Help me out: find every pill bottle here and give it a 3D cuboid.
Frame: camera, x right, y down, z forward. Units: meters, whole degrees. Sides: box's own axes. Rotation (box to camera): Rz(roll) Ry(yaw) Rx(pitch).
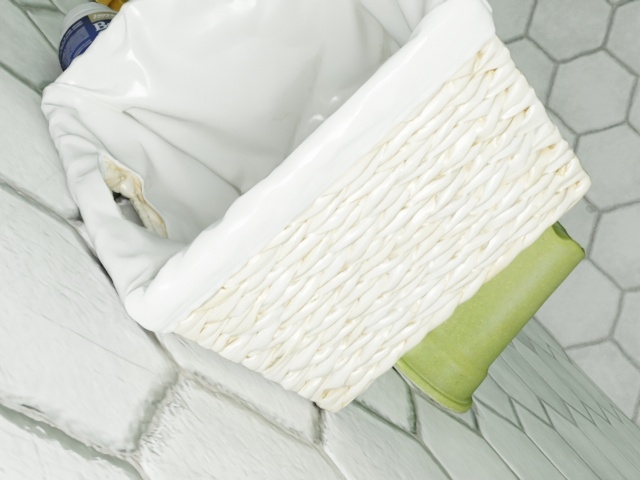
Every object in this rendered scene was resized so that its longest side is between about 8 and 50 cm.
[{"bbox_3d":[-0.225,-0.188,1.002,0.094,0.094,0.169,35,14,-42],"label":"pill bottle"}]

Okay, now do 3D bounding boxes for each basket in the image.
[{"bbox_3d":[-0.009,-0.092,0.808,0.266,0.331,0.328,37,13,-44],"label":"basket"}]

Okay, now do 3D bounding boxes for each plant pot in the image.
[{"bbox_3d":[0.187,0.035,1.220,0.276,0.254,0.276,43,13,-12],"label":"plant pot"}]

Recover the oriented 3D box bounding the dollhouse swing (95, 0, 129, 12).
[{"bbox_3d":[-0.160,-0.435,1.634,0.347,0.305,0.315,42,10,-25],"label":"dollhouse swing"}]
